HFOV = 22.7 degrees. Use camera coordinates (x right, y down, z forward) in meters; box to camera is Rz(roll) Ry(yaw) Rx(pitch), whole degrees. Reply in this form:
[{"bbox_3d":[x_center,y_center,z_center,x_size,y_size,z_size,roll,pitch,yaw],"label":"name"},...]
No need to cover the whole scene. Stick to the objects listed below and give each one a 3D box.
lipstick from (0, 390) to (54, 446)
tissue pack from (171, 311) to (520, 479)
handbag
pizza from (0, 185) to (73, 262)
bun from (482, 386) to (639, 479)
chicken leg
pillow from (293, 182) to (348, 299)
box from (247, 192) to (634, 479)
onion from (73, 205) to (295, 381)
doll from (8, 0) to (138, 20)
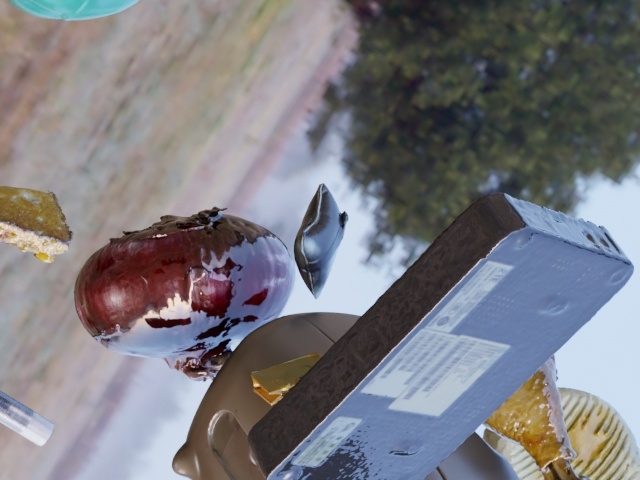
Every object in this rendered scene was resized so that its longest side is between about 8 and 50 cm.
[{"bbox_3d":[-0.446,0.243,2.274,0.040,0.141,0.040,-38,-151,26],"label":"lipstick"},{"bbox_3d":[0.024,0.273,1.824,0.277,0.387,0.267,-4,133,-44],"label":"tissue pack"},{"bbox_3d":[-0.028,0.151,1.708,0.061,0.083,0.027,32,-48,59],"label":"handbag"},{"bbox_3d":[-0.318,-0.017,1.686,0.041,0.131,0.178,-65,171,18],"label":"pizza"},{"bbox_3d":[0.324,0.326,2.179,0.153,0.244,0.244,103,10,-55],"label":"bun"},{"bbox_3d":[0.248,0.213,1.792,0.107,0.251,0.087,-41,150,23],"label":"chicken leg"},{"bbox_3d":[-0.002,0.000,1.947,0.135,0.055,0.091,-67,177,-50],"label":"pillow"},{"bbox_3d":[0.109,0.107,1.447,0.350,0.211,0.058,-49,-129,24],"label":"box"},{"bbox_3d":[-0.188,0.080,2.188,0.314,0.314,0.232,153,-67,-76],"label":"onion"},{"bbox_3d":[-0.256,-0.287,1.540,0.258,0.195,0.153,-54,159,-74],"label":"doll"}]
